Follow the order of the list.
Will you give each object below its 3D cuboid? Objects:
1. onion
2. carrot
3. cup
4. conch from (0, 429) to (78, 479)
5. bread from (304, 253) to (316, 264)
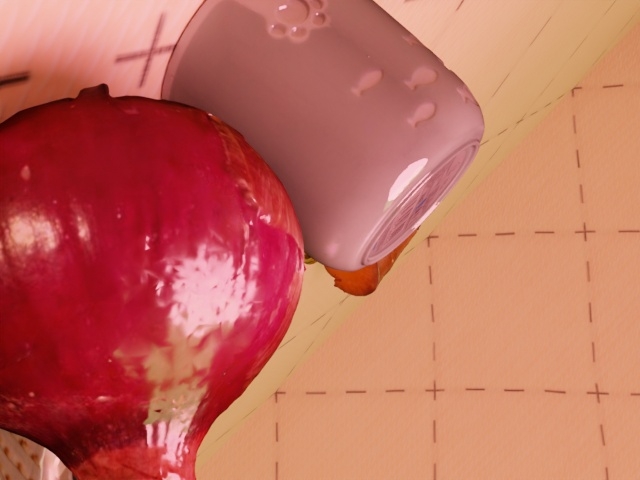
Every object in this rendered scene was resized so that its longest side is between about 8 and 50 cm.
[{"bbox_3d":[-0.168,0.075,0.548,0.348,0.385,0.347,-14,151,-8],"label":"onion"},{"bbox_3d":[0.145,0.002,1.686,0.254,0.196,0.196,-35,163,-38],"label":"carrot"},{"bbox_3d":[0.042,-0.144,0.764,0.357,0.274,0.259,-30,160,-46],"label":"cup"},{"bbox_3d":[-0.316,0.216,0.889,0.303,0.215,0.319,-32,130,-61],"label":"conch"},{"bbox_3d":[0.000,0.000,1.492,0.130,0.071,0.139,-51,166,4],"label":"bread"}]
